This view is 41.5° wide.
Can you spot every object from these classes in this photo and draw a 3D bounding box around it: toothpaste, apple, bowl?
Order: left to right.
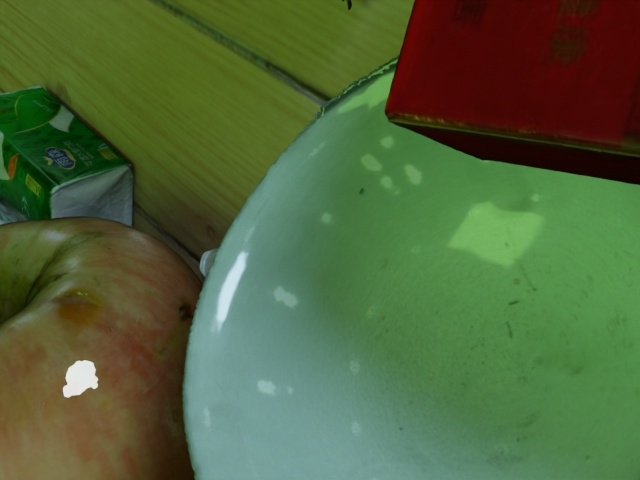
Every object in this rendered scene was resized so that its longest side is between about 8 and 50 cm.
[{"bbox_3d":[-0.259,0.178,0.749,0.391,0.391,0.347,23,132,44],"label":"apple"},{"bbox_3d":[0.000,0.000,0.651,0.314,0.058,0.056,-15,54,50],"label":"toothpaste"},{"bbox_3d":[0.088,0.056,0.456,0.313,0.146,0.314,-22,52,31],"label":"bowl"}]

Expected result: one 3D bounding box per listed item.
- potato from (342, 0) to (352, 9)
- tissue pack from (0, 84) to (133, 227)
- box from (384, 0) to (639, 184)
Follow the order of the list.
[{"bbox_3d":[-0.021,-0.256,0.462,0.100,0.261,0.120,-28,63,22],"label":"potato"},{"bbox_3d":[-0.330,-0.054,0.954,0.209,0.156,0.148,38,137,33],"label":"tissue pack"},{"bbox_3d":[0.181,-0.107,0.273,0.313,0.089,0.198,18,93,47],"label":"box"}]
